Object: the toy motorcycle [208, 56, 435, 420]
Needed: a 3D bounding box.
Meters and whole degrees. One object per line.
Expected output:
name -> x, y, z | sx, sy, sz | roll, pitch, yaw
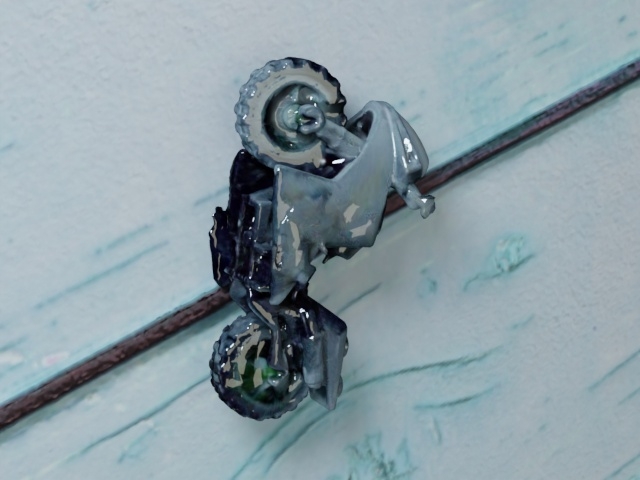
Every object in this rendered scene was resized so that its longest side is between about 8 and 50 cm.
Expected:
toy motorcycle -> 0.000, 0.000, 1.334 | 0.159, 0.106, 0.270 | -1, 103, -27
